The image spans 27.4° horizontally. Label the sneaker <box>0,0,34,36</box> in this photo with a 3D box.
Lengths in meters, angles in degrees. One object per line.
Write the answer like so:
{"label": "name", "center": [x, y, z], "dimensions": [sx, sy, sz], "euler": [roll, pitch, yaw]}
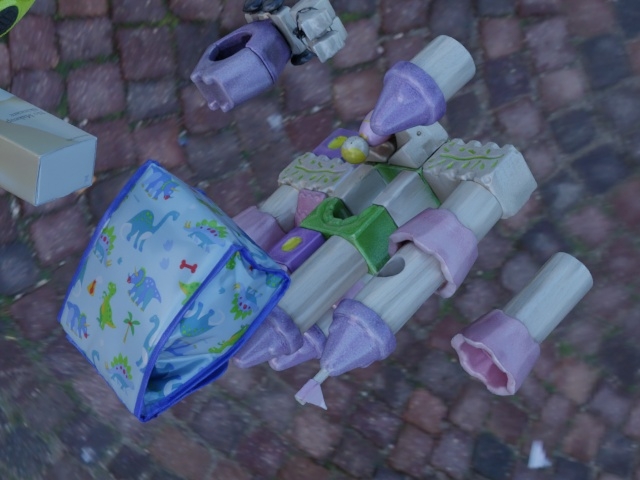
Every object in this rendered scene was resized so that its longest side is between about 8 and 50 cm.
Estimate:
{"label": "sneaker", "center": [-0.373, -0.208, 1.116], "dimensions": [0.295, 0.109, 0.123], "euler": [-22, 57, 7]}

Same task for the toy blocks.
{"label": "toy blocks", "center": [0.000, 0.000, 1.067], "dimensions": [0.260, 0.288, 0.309], "euler": [-43, 119, -21]}

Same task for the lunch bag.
{"label": "lunch bag", "center": [-0.117, 0.041, 0.975], "dimensions": [0.151, 0.129, 0.096], "euler": [-50, 141, 3]}

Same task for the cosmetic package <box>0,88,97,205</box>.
{"label": "cosmetic package", "center": [-0.222, -0.071, 0.940], "dimensions": [0.060, 0.115, 0.041], "euler": [-29, 138, -51]}
